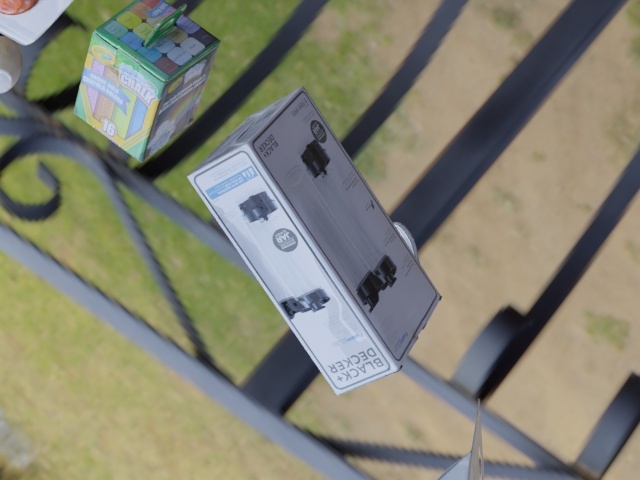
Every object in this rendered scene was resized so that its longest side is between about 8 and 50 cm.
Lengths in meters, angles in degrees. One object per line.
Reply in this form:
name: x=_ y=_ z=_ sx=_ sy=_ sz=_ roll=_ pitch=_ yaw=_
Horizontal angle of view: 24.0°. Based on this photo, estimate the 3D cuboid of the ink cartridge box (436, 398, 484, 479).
ink cartridge box: x=0.143 y=0.319 z=1.648 sx=0.066 sy=0.232 sz=0.189 roll=-1 pitch=131 yaw=8

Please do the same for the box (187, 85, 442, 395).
box: x=0.000 y=0.000 z=1.613 sx=0.087 sy=0.169 sz=0.290 roll=-27 pitch=105 yaw=31

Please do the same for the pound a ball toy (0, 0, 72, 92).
pound a ball toy: x=-0.377 y=-0.274 z=1.495 sx=0.319 sy=0.136 sz=0.208 roll=30 pitch=119 yaw=-37

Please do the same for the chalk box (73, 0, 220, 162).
chalk box: x=-0.236 y=-0.242 z=2.074 sx=0.132 sy=0.132 sz=0.213 roll=36 pitch=137 yaw=11

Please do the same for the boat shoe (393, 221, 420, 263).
boat shoe: x=0.114 y=0.024 z=2.114 sx=0.035 sy=0.035 sz=0.100 roll=-18 pitch=91 yaw=44
